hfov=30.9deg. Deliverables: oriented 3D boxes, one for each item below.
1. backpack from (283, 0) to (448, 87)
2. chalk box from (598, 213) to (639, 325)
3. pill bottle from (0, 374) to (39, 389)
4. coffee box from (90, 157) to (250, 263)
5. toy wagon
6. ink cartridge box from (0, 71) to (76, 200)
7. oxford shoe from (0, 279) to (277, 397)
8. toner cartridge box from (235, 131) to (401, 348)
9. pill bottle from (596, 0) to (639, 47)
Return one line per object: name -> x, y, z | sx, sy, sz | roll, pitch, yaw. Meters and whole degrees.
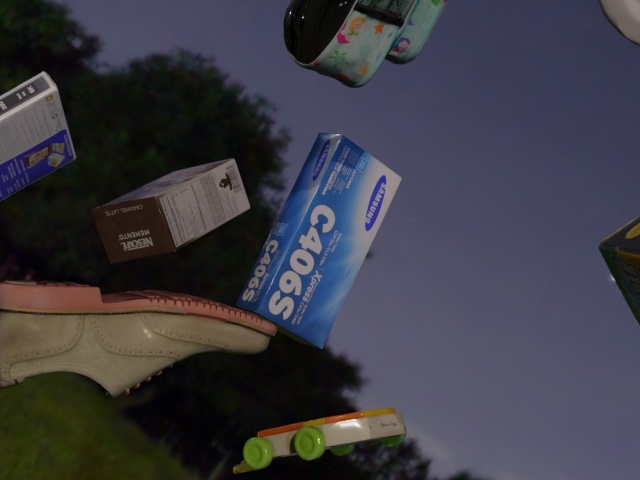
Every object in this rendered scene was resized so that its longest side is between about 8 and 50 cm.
backpack -> 0.060, -0.351, 1.680 | 0.191, 0.253, 0.225 | 23, 17, -29
chalk box -> 0.440, 0.039, 1.249 | 0.179, 0.180, 0.289 | 59, -9, -12
pill bottle -> -0.599, 0.239, 2.168 | 0.078, 0.137, 0.078 | 165, -90, -80
coffee box -> -0.247, -0.052, 1.944 | 0.141, 0.246, 0.098 | -11, -78, 31
toy wagon -> -0.021, 0.362, 2.084 | 0.344, 0.068, 0.267 | -17, -13, 35
ink cartridge box -> -0.479, -0.137, 1.749 | 0.045, 0.208, 0.206 | 49, -19, 18
oxford shoe -> -0.251, 0.140, 1.588 | 0.397, 0.146, 0.140 | 7, -2, -23
toner cartridge box -> 0.000, 0.000, 2.054 | 0.165, 0.348, 0.075 | 32, -12, -36
pill bottle -> 0.562, -0.457, 1.656 | 0.224, 0.392, 0.224 | 24, -38, 20
